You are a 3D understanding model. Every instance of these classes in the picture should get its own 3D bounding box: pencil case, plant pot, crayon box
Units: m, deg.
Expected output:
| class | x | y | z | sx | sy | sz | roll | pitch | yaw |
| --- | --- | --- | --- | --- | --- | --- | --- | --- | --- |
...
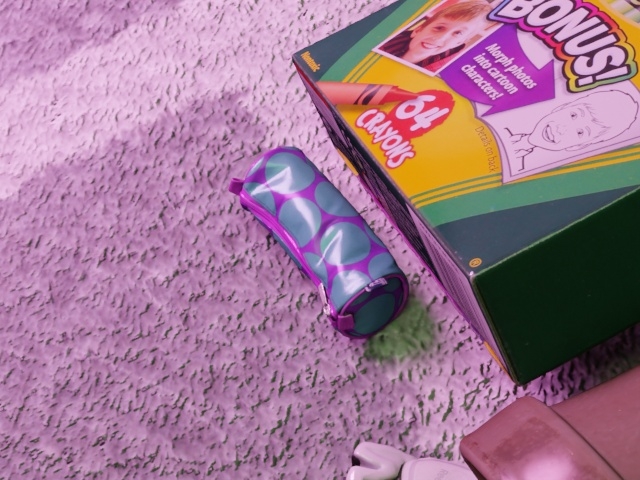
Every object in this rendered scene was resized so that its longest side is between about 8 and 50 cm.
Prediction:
| class | x | y | z | sx | sy | sz | roll | pitch | yaw |
| --- | --- | --- | --- | --- | --- | --- | --- | --- | --- |
| pencil case | 0.000 | 0.000 | 1.246 | 0.070 | 0.064 | 0.151 | -22 | 57 | -29 |
| plant pot | 0.247 | 0.152 | 0.994 | 0.229 | 0.263 | 0.263 | -40 | 63 | -2 |
| crayon box | 0.185 | -0.099 | 1.154 | 0.313 | 0.106 | 0.363 | -29 | 34 | -4 |

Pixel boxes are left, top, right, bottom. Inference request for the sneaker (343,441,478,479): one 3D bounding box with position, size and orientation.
| class | x | y | z | sx | sy | sz | roll | pitch | yaw |
| --- | --- | --- | --- | --- | --- | --- | --- | --- | --- |
| sneaker | 0.063 | 0.273 | 1.077 | 0.118 | 0.110 | 0.292 | 5 | 64 | 3 |
